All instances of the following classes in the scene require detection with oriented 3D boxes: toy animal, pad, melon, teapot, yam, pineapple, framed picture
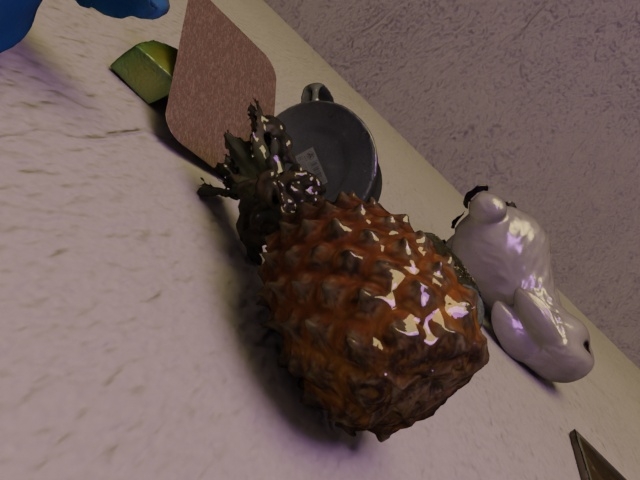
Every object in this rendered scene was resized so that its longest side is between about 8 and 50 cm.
[{"bbox_3d":[0.376,0.094,1.189,0.258,0.193,0.358,37,24,-52],"label":"toy animal"},{"bbox_3d":[-0.118,-0.190,0.816,0.176,0.002,0.266,37,41,-41],"label":"pad"},{"bbox_3d":[-0.169,-0.196,0.825,0.209,0.064,0.118,8,46,-58],"label":"melon"},{"bbox_3d":[0.011,-0.087,0.814,0.149,0.162,0.240,22,58,-68],"label":"teapot"},{"bbox_3d":[0.159,0.061,0.900,0.107,0.107,0.183,32,20,-33],"label":"yam"},{"bbox_3d":[0.000,0.000,0.582,0.175,0.175,0.361,25,27,-46],"label":"pineapple"},{"bbox_3d":[0.437,0.390,0.899,0.184,0.016,0.250,44,17,2],"label":"framed picture"}]

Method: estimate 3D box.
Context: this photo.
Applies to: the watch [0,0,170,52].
[{"bbox_3d":[-0.280,-0.249,0.489,0.305,0.241,0.275,38,35,-13],"label":"watch"}]
